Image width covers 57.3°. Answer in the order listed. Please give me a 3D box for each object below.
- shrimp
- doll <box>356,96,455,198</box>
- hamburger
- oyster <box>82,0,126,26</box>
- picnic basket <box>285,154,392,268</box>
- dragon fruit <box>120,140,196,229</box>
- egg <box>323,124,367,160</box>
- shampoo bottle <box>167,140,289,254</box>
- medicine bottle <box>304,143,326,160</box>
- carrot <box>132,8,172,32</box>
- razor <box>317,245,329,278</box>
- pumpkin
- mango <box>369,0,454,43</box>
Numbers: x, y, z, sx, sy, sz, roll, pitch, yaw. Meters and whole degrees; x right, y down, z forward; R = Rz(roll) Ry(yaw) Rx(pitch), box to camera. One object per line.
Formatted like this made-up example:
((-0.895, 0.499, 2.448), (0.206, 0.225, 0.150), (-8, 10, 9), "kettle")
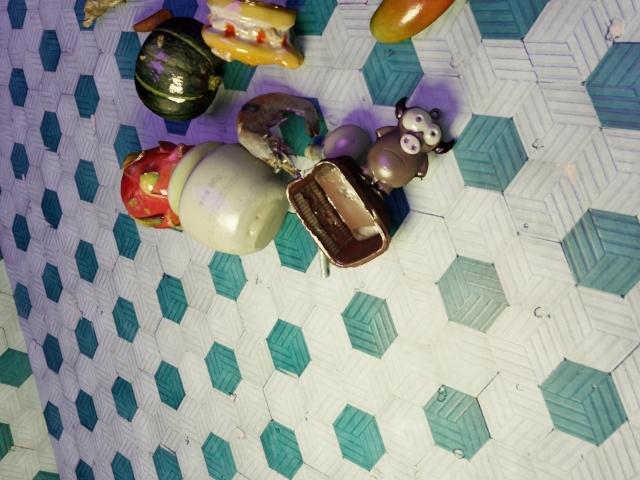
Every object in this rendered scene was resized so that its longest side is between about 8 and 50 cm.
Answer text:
((-0.111, -0.311, 1.668), (0.085, 0.246, 0.360), (75, 170, -52), "shrimp")
((0.207, -0.232, 1.462), (0.182, 0.117, 0.257), (44, 99, 0), "doll")
((-0.189, -0.599, 1.688), (0.302, 0.261, 0.187), (9, 112, -5), "hamburger")
((-0.780, -0.959, 2.193), (0.395, 0.110, 0.205), (-11, 71, 39), "oyster")
((0.064, -0.085, 1.569), (0.222, 0.129, 0.297), (-28, 101, 37), "picnic basket")
((-0.485, -0.188, 1.919), (0.225, 0.305, 0.306), (-9, 90, 48), "dragon fruit")
((0.067, -0.261, 1.604), (0.135, 0.103, 0.103), (-26, 80, 39), "egg")
((-0.267, -0.124, 1.743), (0.317, 0.322, 0.323), (31, 114, 25), "shampoo bottle")
((0.000, -0.255, 1.694), (0.083, 0.047, 0.047), (9, 101, 37), "medicine bottle")
((-0.615, -0.779, 2.106), (0.209, 0.061, 0.061), (2, 97, 43), "carrot")
((0.000, 0.000, 1.710), (0.068, 0.106, 0.232), (8, 110, 37), "razor")
((-0.437, -0.533, 1.832), (0.241, 0.323, 0.324), (23, 112, 2), "pumpkin")
((0.230, -0.581, 1.430), (0.289, 0.129, 0.146), (-42, 72, 43), "mango")
